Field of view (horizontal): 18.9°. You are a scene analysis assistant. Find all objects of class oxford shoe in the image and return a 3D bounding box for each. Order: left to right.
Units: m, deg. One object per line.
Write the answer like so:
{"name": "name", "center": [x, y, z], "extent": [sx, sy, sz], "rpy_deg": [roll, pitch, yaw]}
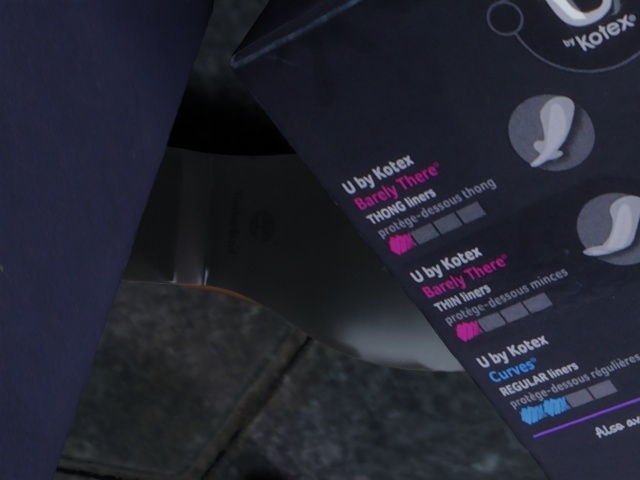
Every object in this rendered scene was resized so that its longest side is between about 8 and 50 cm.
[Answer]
{"name": "oxford shoe", "center": [0.000, 0.000, 0.766], "extent": [0.212, 0.076, 0.076], "rpy_deg": [15, 94, 21]}

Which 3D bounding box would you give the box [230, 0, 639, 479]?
{"name": "box", "center": [0.123, -0.023, 0.650], "extent": [0.143, 0.165, 0.270], "rpy_deg": [-26, 112, 32]}

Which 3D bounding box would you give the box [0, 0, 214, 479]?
{"name": "box", "center": [-0.320, -0.030, 0.545], "extent": [0.471, 0.480, 0.297], "rpy_deg": [-15, 117, 13]}
